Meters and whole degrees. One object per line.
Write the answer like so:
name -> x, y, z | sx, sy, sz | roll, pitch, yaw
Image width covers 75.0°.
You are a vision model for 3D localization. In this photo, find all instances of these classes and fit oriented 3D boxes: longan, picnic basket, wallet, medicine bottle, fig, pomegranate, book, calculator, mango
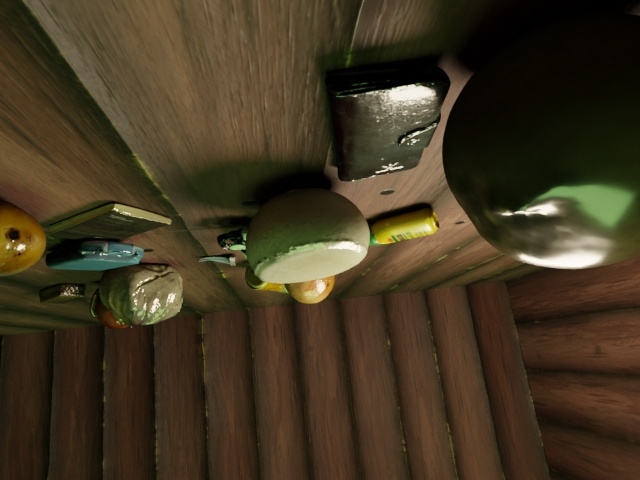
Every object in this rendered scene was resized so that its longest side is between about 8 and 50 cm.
longan -> 0.303, -0.114, 0.514 | 0.318, 0.320, 0.319 | -6, 165, -2
picnic basket -> -1.000, 0.209, 1.614 | 0.193, 0.055, 0.110 | -15, 163, 34
wallet -> 0.103, -0.174, 0.689 | 0.172, 0.046, 0.318 | -6, 167, 3
medicine bottle -> -0.169, 0.139, 1.603 | 0.124, 0.124, 0.238 | -17, 161, 33
fig -> -0.781, 0.243, 1.613 | 0.204, 0.206, 0.205 | -6, 165, -2
pomegranate -> -0.044, 0.131, 1.485 | 0.191, 0.192, 0.191 | -6, 165, -2
medicine bottle -> 0.186, -0.028, 1.223 | 0.308, 0.076, 0.111 | -13, 163, 25
book -> -0.493, -0.034, 0.982 | 0.228, 0.024, 0.160 | -14, 164, 25
calculator -> -0.612, 0.046, 1.133 | 0.292, 0.051, 0.172 | -10, 169, 36
mango -> -0.656, 0.002, 0.818 | 0.192, 0.146, 0.316 | 15, 161, -38

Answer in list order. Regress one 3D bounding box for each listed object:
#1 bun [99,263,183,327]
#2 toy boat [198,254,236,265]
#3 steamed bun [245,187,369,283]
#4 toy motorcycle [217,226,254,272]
bun -> -0.609, 0.191, 1.427 | 0.281, 0.205, 0.281 | -7, 163, -2
toy boat -> -0.352, 0.066, 1.432 | 0.122, 0.034, 0.096 | 4, 164, -8
steamed bun -> -0.034, -0.020, 0.943 | 0.282, 0.177, 0.283 | -10, 162, -3
toy motorcycle -> -0.131, 0.019, 1.178 | 0.196, 0.125, 0.331 | -12, 160, 22
